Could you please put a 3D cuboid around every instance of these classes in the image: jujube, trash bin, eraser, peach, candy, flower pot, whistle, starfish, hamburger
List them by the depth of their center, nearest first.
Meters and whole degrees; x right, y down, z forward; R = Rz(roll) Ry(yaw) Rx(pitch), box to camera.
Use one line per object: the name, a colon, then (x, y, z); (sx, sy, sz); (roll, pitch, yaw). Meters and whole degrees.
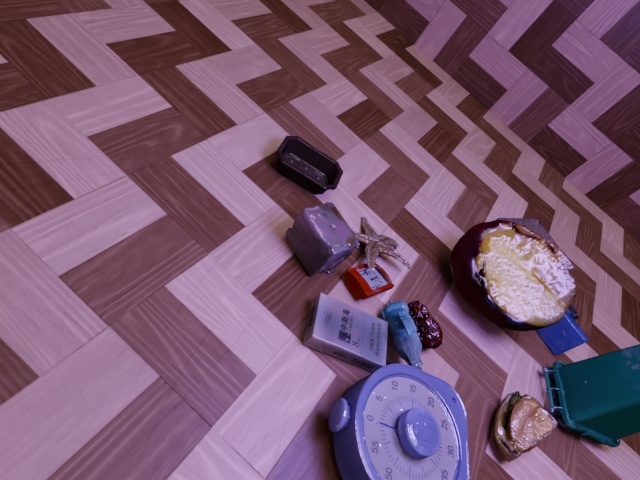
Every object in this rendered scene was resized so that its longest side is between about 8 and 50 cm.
whistle: (0.254, 0.285, 1.321); (0.093, 0.186, 0.273); (-18, 40, 2)
hamburger: (0.600, 0.585, 1.342); (0.208, 0.135, 0.155); (-29, 59, -29)
candy: (0.000, 0.000, 1.357); (0.137, 0.185, 0.195); (-23, 76, -37)
jujube: (0.336, 0.276, 1.413); (0.104, 0.104, 0.165); (4, 51, -31)
trash bin: (0.995, 0.501, 1.459); (0.295, 0.381, 0.259); (26, 45, -13)
starfish: (0.217, 0.025, 1.536); (0.232, 0.048, 0.295); (22, 32, -14)
peach: (0.685, 0.131, 1.557); (0.353, 0.339, 0.416); (57, -1, -43)
flower pot: (-0.052, -0.264, 1.589); (0.251, 0.084, 0.178); (32, 45, -10)
eraser: (0.903, 0.294, 1.729); (0.043, 0.144, 0.311); (-13, 64, -42)

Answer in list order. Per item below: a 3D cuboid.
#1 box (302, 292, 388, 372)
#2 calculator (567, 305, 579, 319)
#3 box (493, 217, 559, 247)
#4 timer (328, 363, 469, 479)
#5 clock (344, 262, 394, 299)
box: (0.078, 0.270, 1.269); (0.243, 0.067, 0.155); (26, 45, -14)
calculator: (1.029, 0.282, 1.905); (0.274, 0.028, 0.165); (2, 53, -34)
box: (0.845, 0.041, 1.859); (0.297, 0.190, 0.225); (-1, 56, -34)
timer: (0.202, 0.499, 1.097); (0.396, 0.173, 0.394); (17, 50, -21)
clock: (0.159, 0.135, 1.430); (0.155, 0.061, 0.113); (-13, 56, -43)
